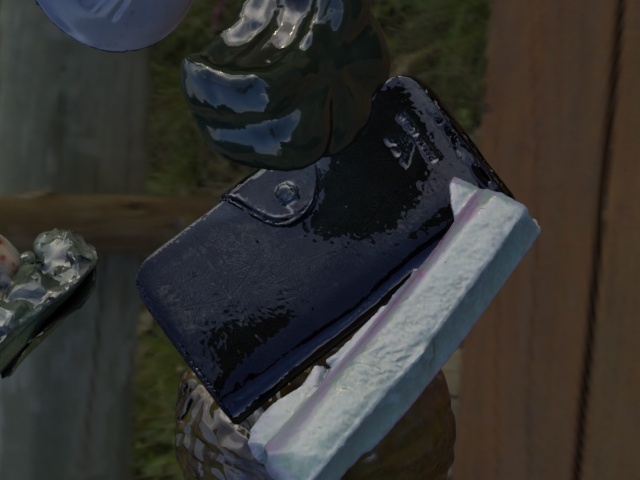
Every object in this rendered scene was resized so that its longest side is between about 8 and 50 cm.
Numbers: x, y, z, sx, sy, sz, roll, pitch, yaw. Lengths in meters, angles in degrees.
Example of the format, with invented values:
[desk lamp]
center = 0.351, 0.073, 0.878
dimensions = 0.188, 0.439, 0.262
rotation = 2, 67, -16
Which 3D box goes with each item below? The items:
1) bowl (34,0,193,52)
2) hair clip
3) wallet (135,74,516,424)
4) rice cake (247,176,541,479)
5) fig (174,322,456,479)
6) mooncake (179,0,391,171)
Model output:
[bowl]
center = -0.177, -0.273, 1.548
dimensions = 0.086, 0.189, 0.189
rotation = -3, 88, 60
[hair clip]
center = -0.253, 0.115, 1.012
dimensions = 0.091, 0.321, 0.138
rotation = 39, 145, -19
[wallet]
center = 0.000, 0.000, 1.459
dimensions = 0.318, 0.045, 0.172
rotation = -37, 80, 3
[rice cake]
center = 0.056, 0.070, 1.224
dimensions = 0.081, 0.051, 0.290
rotation = 29, 68, 26
[fig]
center = -0.016, 0.202, 1.581
dimensions = 0.286, 0.368, 0.286
rotation = 1, 96, 7
[mooncake]
center = -0.025, -0.139, 1.286
dimensions = 0.104, 0.168, 0.175
rotation = 9, 86, 43
